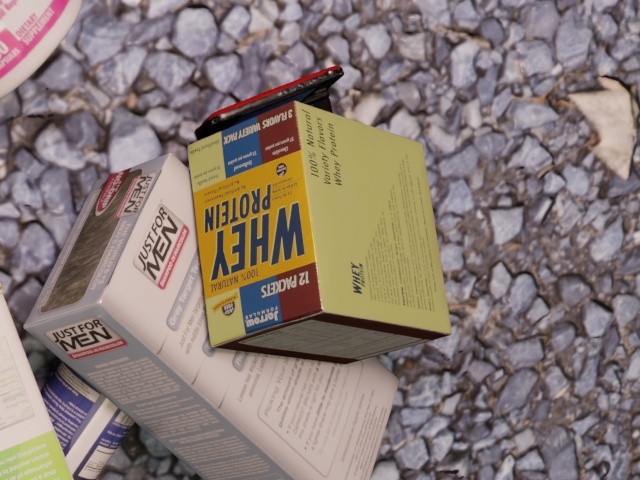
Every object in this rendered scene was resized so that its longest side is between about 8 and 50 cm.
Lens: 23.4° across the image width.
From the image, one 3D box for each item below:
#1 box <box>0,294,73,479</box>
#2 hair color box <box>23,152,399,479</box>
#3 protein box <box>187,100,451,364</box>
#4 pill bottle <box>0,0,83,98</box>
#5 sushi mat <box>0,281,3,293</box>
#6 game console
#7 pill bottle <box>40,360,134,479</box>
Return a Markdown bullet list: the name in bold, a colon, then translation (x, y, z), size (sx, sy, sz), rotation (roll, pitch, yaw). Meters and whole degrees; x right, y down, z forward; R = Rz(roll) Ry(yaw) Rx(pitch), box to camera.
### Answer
- **box**: translation (-0.383, 0.131, 1.400), size (0.232, 0.058, 0.322), rotation (-21, 95, -17)
- **hair color box**: translation (-0.092, 0.112, 1.501), size (0.374, 0.114, 0.185), rotation (46, 46, -30)
- **protein box**: translation (0.000, 0.000, 1.453), size (0.201, 0.136, 0.199), rotation (13, 64, -51)
- **pill bottle**: translation (-0.346, -0.253, 1.273), size (0.160, 0.160, 0.283), rotation (-46, 120, -4)
- **sushi mat**: translation (-0.443, -0.004, 1.332), size (0.317, 0.019, 0.151), rotation (-8, 91, -21)
- **game console**: translation (-0.040, -0.100, 1.516), size (0.144, 0.124, 0.085), rotation (-23, 90, -16)
- **pill bottle**: translation (-0.247, 0.190, 1.516), size (0.094, 0.094, 0.169), rotation (33, 92, -30)
